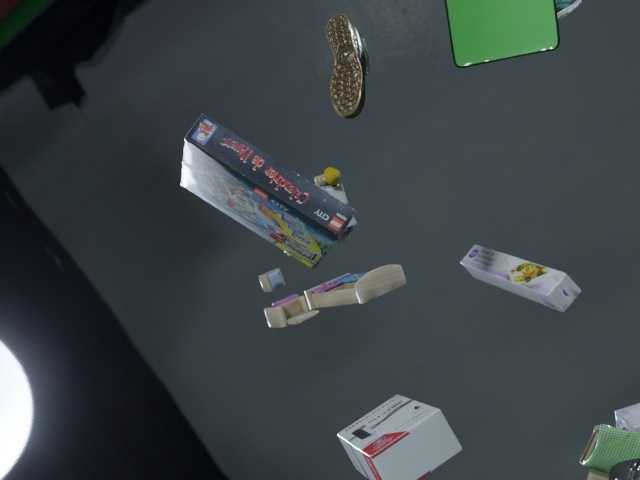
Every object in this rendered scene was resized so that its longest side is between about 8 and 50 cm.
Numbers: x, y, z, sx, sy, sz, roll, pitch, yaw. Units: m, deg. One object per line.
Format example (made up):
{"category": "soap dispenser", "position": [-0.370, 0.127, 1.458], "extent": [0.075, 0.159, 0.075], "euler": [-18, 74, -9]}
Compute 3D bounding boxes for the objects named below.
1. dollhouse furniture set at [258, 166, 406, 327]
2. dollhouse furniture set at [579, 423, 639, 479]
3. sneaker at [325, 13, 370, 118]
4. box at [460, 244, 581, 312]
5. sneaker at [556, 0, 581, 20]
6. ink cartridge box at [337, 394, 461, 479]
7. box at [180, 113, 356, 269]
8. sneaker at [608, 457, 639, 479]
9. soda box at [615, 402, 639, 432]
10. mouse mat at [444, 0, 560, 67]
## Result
{"category": "dollhouse furniture set", "position": [0.000, 0.000, 1.541], "extent": [0.286, 0.303, 0.198], "euler": [-21, 3, -36]}
{"category": "dollhouse furniture set", "position": [0.675, 0.553, 1.518], "extent": [0.198, 0.301, 0.151], "euler": [5, 45, 9]}
{"category": "sneaker", "position": [0.060, -0.292, 1.207], "extent": [0.064, 0.192, 0.086], "euler": [-15, -18, 28]}
{"category": "box", "position": [0.436, 0.078, 1.549], "extent": [0.063, 0.067, 0.324], "euler": [-48, 22, -7]}
{"category": "sneaker", "position": [0.474, -0.490, 1.428], "extent": [0.166, 0.076, 0.065], "euler": [-43, 29, -17]}
{"category": "ink cartridge box", "position": [0.179, 0.479, 1.659], "extent": [0.197, 0.114, 0.273], "euler": [-30, 2, -15]}
{"category": "box", "position": [-0.078, -0.059, 0.944], "extent": [0.044, 0.233, 0.159], "euler": [-58, 2, -22]}
{"category": "sneaker", "position": [0.553, 0.356, 0.982], "extent": [0.130, 0.286, 0.109], "euler": [69, -144, -80]}
{"category": "soda box", "position": [0.894, 0.449, 1.750], "extent": [0.286, 0.098, 0.091], "euler": [-13, 16, -9]}
{"category": "mouse mat", "position": [0.324, -0.401, 1.247], "extent": [0.190, 0.152, 0.007], "euler": [-7, 13, 18]}
